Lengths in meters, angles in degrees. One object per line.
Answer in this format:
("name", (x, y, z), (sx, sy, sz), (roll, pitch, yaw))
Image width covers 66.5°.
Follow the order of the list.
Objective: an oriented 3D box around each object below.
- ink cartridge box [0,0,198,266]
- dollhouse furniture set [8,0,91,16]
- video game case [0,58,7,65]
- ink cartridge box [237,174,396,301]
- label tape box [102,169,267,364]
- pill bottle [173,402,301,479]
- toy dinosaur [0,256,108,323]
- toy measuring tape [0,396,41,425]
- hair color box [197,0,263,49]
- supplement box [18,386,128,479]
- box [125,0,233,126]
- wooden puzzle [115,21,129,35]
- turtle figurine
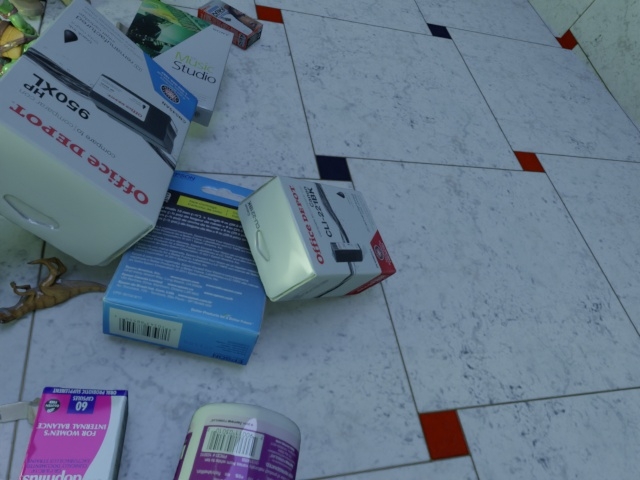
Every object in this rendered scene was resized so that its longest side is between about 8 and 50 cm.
("ink cartridge box", (-0.403, -0.196, 0.854), (0.285, 0.166, 0.394), (39, 34, -34))
("dollhouse furniture set", (-0.574, -0.746, 1.200), (0.256, 0.362, 0.394), (44, 48, 14))
("video game case", (-0.648, -0.369, 1.070), (0.275, 0.026, 0.196), (-6, 56, -7))
("ink cartridge box", (0.000, 0.000, 0.928), (0.273, 0.114, 0.196), (2, 60, -52))
("label tape box", (-0.217, 0.034, 0.912), (0.249, 0.115, 0.347), (15, 42, -9))
("pill bottle", (-0.129, 0.389, 0.648), (0.170, 0.169, 0.301), (16, 52, -8))
("toy dinosaur", (-0.450, 0.083, 0.841), (0.212, 0.064, 0.112), (-16, 94, -34))
("toy measuring tape", (-0.541, 0.270, 0.621), (0.330, 0.121, 0.121), (1, 55, -25))
("hair color box", (-0.264, -0.635, 1.429), (0.167, 0.053, 0.093), (31, 50, 2))
("supplement box", (-0.335, 0.323, 0.659), (0.111, 0.114, 0.219), (7, 55, -16))
("box", (-0.346, -0.434, 1.165), (0.233, 0.058, 0.321), (17, 51, -19))
("wooden puzzle", (-0.386, -0.434, 1.206), (0.239, 0.044, 0.220), (10, 54, -29))
("turtle figurine", (-0.688, -0.405, 0.961), (0.266, 0.197, 0.274), (28, 56, 21))
